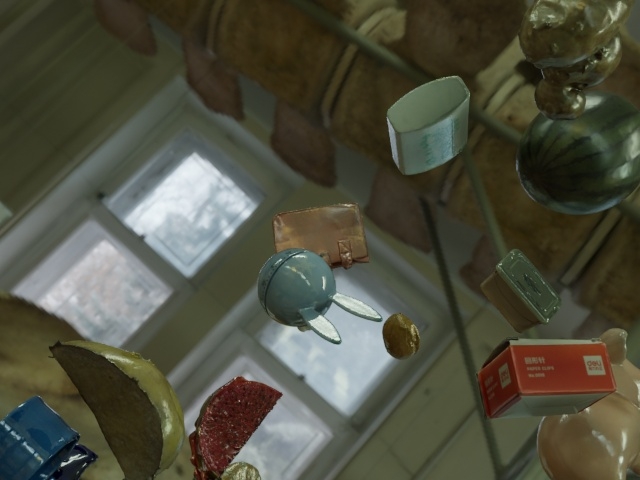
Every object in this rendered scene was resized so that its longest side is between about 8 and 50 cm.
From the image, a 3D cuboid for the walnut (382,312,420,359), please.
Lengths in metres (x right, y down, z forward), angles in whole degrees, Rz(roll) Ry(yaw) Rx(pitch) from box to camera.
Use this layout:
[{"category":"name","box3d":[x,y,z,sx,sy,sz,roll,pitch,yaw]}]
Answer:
[{"category":"walnut","box3d":[0.174,0.223,2.183,0.091,0.052,0.121,14,-51,33]}]

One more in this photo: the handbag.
[{"category":"handbag","box3d":[0.000,0.000,2.267,0.059,0.212,0.157,77,4,-64]}]

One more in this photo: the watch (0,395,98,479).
[{"category":"watch","box3d":[-0.464,0.345,1.545,0.171,0.196,0.200,33,-42,1]}]

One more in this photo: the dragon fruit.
[{"category":"dragon fruit","box3d":[-0.217,0.404,2.064,0.126,0.274,0.161,40,-39,0]}]

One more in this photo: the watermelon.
[{"category":"watermelon","box3d":[0.621,-0.207,2.263,0.279,0.359,0.279,31,-44,34]}]

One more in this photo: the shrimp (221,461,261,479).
[{"category":"shrimp","box3d":[-0.238,0.672,2.311,0.077,0.317,0.168,0,-42,46]}]

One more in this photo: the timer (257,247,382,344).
[{"category":"timer","box3d":[-0.018,0.129,1.935,0.255,0.175,0.175,48,-13,21]}]

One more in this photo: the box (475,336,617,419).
[{"category":"box","box3d":[0.364,0.224,1.583,0.133,0.182,0.099,116,-30,-58]}]

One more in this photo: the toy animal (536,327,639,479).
[{"category":"toy animal","box3d":[0.490,0.323,1.774,0.237,0.326,0.269,-24,-95,30]}]

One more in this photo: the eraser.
[{"category":"eraser","box3d":[0.252,-0.261,2.254,0.290,0.189,0.104,63,3,-73]}]

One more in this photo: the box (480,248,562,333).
[{"category":"box","box3d":[0.319,0.085,1.559,0.122,0.089,0.062,51,-52,4]}]

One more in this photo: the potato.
[{"category":"potato","box3d":[-0.271,0.221,1.412,0.138,0.098,0.243,-28,-86,35]}]

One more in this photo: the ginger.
[{"category":"ginger","box3d":[0.484,-0.364,1.833,0.155,0.244,0.304,37,-13,31]}]
